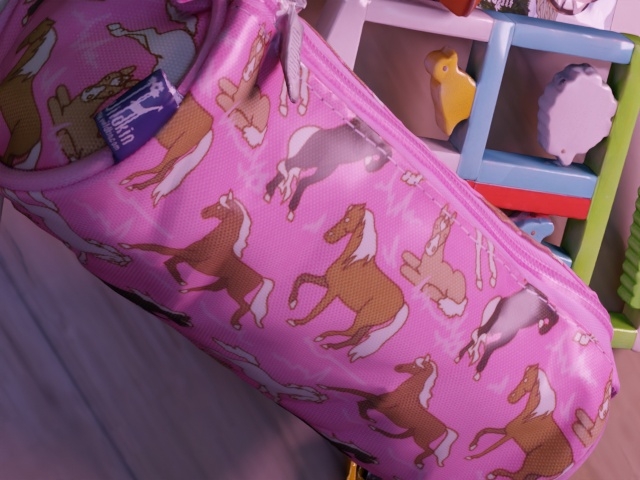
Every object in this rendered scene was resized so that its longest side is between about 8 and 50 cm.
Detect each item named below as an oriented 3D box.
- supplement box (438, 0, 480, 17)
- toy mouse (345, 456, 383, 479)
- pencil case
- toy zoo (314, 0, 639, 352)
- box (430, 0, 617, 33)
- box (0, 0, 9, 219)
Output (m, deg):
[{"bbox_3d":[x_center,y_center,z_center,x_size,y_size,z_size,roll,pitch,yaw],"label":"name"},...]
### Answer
[{"bbox_3d":[0.013,-0.226,1.081,0.233,0.080,0.078,38,85,5],"label":"supplement box"},{"bbox_3d":[0.078,0.155,1.210,0.143,0.031,0.161,12,94,-17],"label":"toy mouse"},{"bbox_3d":[0.000,0.000,1.012,0.386,0.167,0.160,42,72,-40],"label":"pencil case"},{"bbox_3d":[0.084,-0.040,1.163,0.293,0.030,0.192,7,110,-17],"label":"toy zoo"},{"bbox_3d":[0.117,-0.246,1.162,0.159,0.044,0.233,12,94,-18],"label":"box"},{"bbox_3d":[-0.223,-0.097,1.025,0.126,0.148,0.232,9,94,-18],"label":"box"}]
